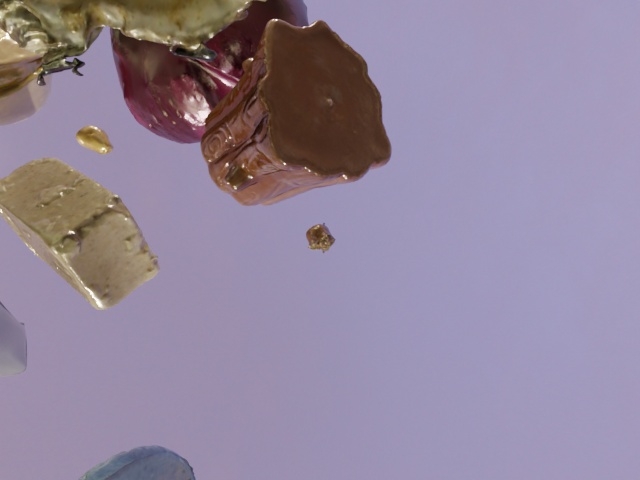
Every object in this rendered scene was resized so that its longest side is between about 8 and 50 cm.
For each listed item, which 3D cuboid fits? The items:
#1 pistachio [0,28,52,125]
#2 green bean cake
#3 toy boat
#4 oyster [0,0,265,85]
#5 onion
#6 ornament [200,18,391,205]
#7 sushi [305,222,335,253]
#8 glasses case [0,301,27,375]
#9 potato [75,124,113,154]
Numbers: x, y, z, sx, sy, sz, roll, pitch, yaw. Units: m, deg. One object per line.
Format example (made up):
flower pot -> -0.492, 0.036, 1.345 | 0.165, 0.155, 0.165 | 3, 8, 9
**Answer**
pistachio -> -0.719, -0.366, 1.098 | 0.237, 0.229, 0.321 | -7, -146, 15
green bean cake -> -0.266, -0.012, 0.541 | 0.179, 0.109, 0.085 | 26, -124, 35
toy boat -> -0.337, 0.452, 0.803 | 0.123, 0.330, 0.216 | -7, -89, 20
oyster -> -0.175, -0.225, 0.405 | 0.336, 0.198, 0.133 | -9, -129, 37
onion -> -0.255, -0.397, 0.894 | 0.398, 0.420, 0.399 | -22, -124, 36
ornament -> -0.051, -0.150, 0.711 | 0.235, 0.217, 0.221 | 41, -121, -22
sushi -> 0.003, -0.002, 1.130 | 0.061, 0.118, 0.060 | -41, -107, 26
glasses case -> -0.665, 0.197, 1.010 | 0.083, 0.308, 0.129 | 5, -114, -17
potato -> -0.509, -0.227, 1.133 | 0.083, 0.068, 0.062 | 47, -58, 4
